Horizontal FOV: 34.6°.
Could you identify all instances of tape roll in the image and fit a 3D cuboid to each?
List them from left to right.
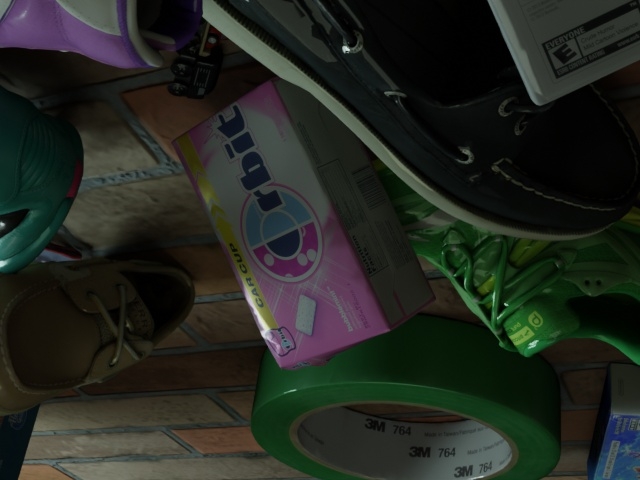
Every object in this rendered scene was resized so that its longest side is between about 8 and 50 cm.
[{"bbox_3d":[0.089,0.183,1.085,0.321,0.077,0.321,7,149,4],"label":"tape roll"}]

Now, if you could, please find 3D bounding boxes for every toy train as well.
[{"bbox_3d":[-0.068,-0.139,0.644,0.036,0.027,0.158,11,149,-11],"label":"toy train"}]

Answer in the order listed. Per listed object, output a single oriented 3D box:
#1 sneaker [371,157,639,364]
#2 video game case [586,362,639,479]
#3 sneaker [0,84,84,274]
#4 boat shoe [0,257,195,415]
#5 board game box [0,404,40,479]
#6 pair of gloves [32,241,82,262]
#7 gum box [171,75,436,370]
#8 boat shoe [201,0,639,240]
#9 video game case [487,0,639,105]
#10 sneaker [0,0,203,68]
[{"bbox_3d":[0.145,0.015,0.751,0.295,0.124,0.109,16,148,-11],"label":"sneaker"},{"bbox_3d":[0.415,0.219,1.080,0.244,0.061,0.269,1,148,10],"label":"video game case"},{"bbox_3d":[-0.281,-0.054,0.755,0.295,0.124,0.178,4,161,37],"label":"sneaker"},{"bbox_3d":[-0.185,0.063,0.831,0.098,0.109,0.302,-10,-178,12],"label":"boat shoe"},{"bbox_3d":[-0.445,0.247,1.145,0.336,0.254,0.079,-23,136,40],"label":"board game box"},{"bbox_3d":[-0.311,0.050,0.957,0.198,0.023,0.159,16,120,-22],"label":"pair of gloves"},{"bbox_3d":[-0.010,-0.010,0.702,0.107,0.062,0.188,-24,92,41],"label":"gum box"},{"bbox_3d":[0.081,-0.108,0.567,0.340,0.127,0.113,35,153,-22],"label":"boat shoe"},{"bbox_3d":[0.152,-0.169,0.455,0.190,0.022,0.173,-24,125,13],"label":"video game case"},{"bbox_3d":[-0.149,-0.124,0.536,0.161,0.102,0.282,17,180,-18],"label":"sneaker"}]
